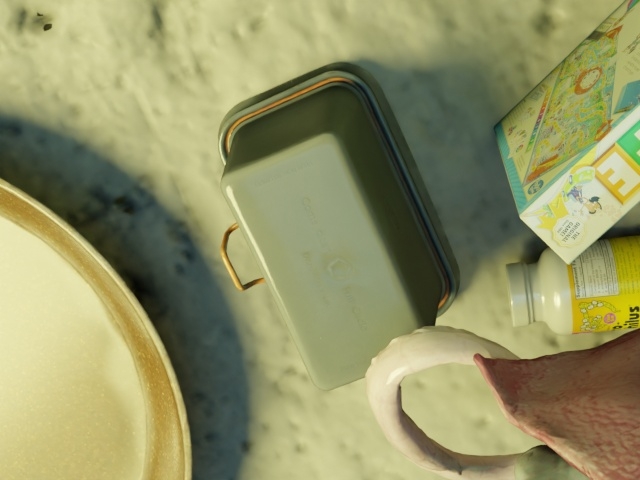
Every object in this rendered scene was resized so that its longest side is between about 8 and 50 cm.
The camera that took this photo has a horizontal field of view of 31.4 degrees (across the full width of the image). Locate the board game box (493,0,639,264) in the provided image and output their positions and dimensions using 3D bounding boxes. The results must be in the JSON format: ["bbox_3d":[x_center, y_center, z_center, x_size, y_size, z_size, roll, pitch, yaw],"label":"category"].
[{"bbox_3d":[0.119,-0.056,0.453,0.026,0.154,0.103,43,106,-8],"label":"board game box"}]

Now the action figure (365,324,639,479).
[{"bbox_3d":[0.251,0.027,0.455,0.370,0.276,0.248,-52,133,-7],"label":"action figure"}]

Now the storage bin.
[{"bbox_3d":[0.000,0.000,0.515,0.098,0.091,0.135,-22,104,11],"label":"storage bin"}]

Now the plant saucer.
[{"bbox_3d":[-0.215,0.095,0.586,0.311,0.050,0.310,1,107,4],"label":"plant saucer"}]

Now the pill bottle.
[{"bbox_3d":[0.130,0.021,0.534,0.083,0.043,0.043,-7,107,8],"label":"pill bottle"}]
